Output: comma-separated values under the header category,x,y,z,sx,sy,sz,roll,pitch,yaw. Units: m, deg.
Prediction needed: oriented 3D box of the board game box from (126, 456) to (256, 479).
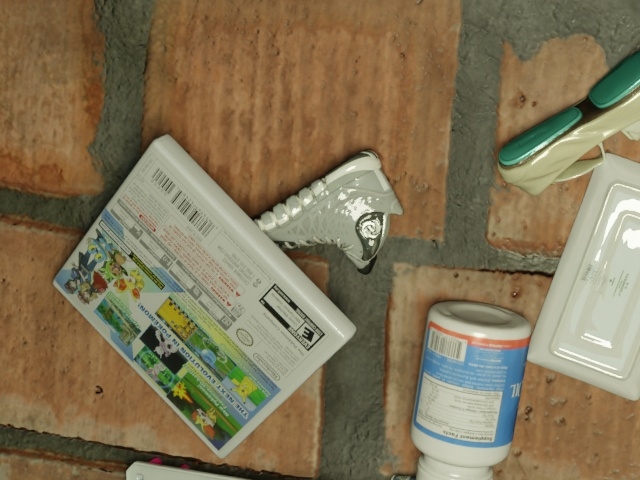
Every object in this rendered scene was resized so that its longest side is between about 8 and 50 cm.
category,x,y,z,sx,sy,sz,roll,pitch,yaw
board game box,-0.069,0.490,1.476,0.390,0.050,0.390,3,101,26

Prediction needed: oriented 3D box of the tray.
category,x,y,z,sx,sy,sz,roll,pitch,yaw
tray,0.348,0.046,1.327,0.145,0.030,0.270,20,104,12

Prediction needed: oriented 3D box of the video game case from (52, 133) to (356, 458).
category,x,y,z,sx,sy,sz,roll,pitch,yaw
video game case,-0.155,0.079,1.420,0.329,0.036,0.300,45,127,3

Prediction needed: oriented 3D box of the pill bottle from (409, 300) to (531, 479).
category,x,y,z,sx,sy,sz,roll,pitch,yaw
pill bottle,0.173,0.193,1.352,0.124,0.124,0.221,11,103,13

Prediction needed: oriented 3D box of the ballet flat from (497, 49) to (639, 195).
category,x,y,z,sx,sy,sz,roll,pitch,yaw
ballet flat,0.317,-0.132,1.287,0.248,0.086,0.086,-34,90,20

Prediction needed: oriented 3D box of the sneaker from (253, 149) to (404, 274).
category,x,y,z,sx,sy,sz,roll,pitch,yaw
sneaker,0.000,0.000,1.387,0.229,0.086,0.132,-32,92,17

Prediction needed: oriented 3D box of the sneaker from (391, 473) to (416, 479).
category,x,y,z,sx,sy,sz,roll,pitch,yaw
sneaker,0.099,0.381,1.442,0.086,0.064,0.192,26,108,22
